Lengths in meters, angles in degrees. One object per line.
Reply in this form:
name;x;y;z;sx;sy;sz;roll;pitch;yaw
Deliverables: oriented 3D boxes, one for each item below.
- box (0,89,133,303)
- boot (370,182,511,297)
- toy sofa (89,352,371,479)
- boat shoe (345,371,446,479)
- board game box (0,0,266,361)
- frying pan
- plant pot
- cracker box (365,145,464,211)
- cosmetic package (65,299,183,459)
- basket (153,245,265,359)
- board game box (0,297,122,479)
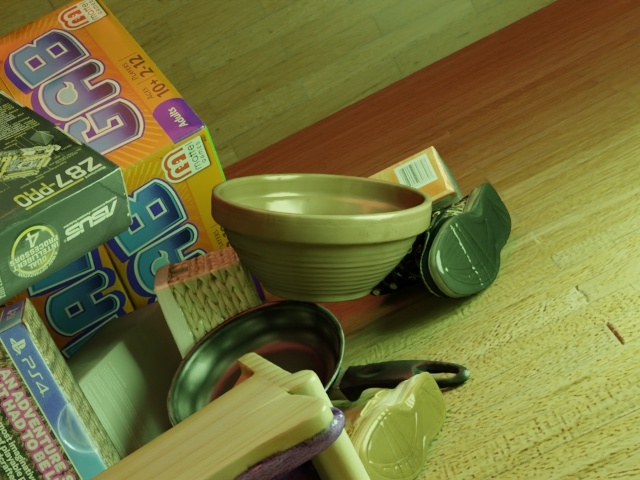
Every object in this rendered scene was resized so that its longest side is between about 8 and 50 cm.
box;-0.458;-0.023;1.356;0.395;0.097;0.318;-34;45;-32
boot;0.113;0.027;1.410;0.178;0.085;0.236;-26;11;29
toy sofa;-0.128;0.240;0.852;0.362;0.150;0.177;-31;17;-18
boat shoe;0.052;0.162;1.014;0.059;0.063;0.170;-24;2;27
board game box;-0.343;-0.046;1.704;0.356;0.356;0.356;-30;50;-12
frying pan;-0.003;0.122;1.243;0.326;0.053;0.197;-16;37;16
plant pot;0.000;0.000;1.332;0.237;0.109;0.237;1;14;0
cracker box;0.100;-0.043;1.579;0.156;0.067;0.232;-26;-10;8
cosmetic package;-0.231;0.177;1.411;0.107;0.127;0.238;-23;11;22
basket;-0.110;0.098;1.394;0.103;0.167;0.113;-21;12;-2
board game box;-0.356;0.231;1.191;0.291;0.232;0.141;-28;11;-8
